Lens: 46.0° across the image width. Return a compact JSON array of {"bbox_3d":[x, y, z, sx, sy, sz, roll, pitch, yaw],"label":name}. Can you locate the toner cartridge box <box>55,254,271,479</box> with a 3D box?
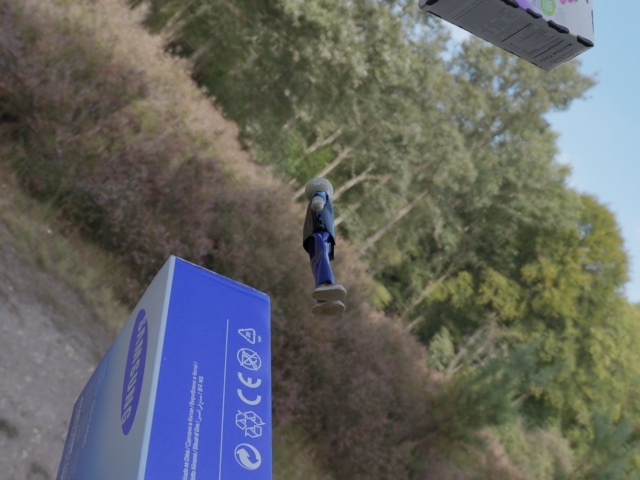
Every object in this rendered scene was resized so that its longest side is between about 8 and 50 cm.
[{"bbox_3d":[-0.095,0.182,0.381,0.075,0.165,0.347,26,32,-22],"label":"toner cartridge box"}]

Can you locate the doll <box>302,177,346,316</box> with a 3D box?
[{"bbox_3d":[0.000,0.000,0.941,0.129,0.046,0.188,93,-7,-56],"label":"doll"}]

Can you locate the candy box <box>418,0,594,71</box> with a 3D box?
[{"bbox_3d":[0.207,-0.300,0.827,0.196,0.164,0.070,15,-22,-28],"label":"candy box"}]
